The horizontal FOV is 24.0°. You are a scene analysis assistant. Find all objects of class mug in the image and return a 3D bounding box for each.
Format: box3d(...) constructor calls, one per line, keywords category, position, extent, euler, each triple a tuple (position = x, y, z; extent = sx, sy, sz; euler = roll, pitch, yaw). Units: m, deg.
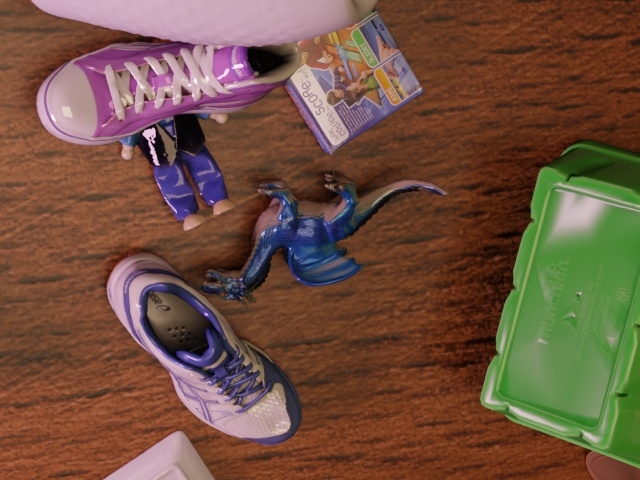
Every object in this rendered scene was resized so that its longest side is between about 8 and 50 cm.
box3d(category="mug", position=(-0.083, -0.369, 1.520), extent=(0.328, 0.276, 0.374), euler=(14, 60, 16))

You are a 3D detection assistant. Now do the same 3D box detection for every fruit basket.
box3d(category="fruit basket", position=(0.389, 0.082, 1.820), extent=(0.392, 0.283, 0.392), euler=(-34, 133, -47))

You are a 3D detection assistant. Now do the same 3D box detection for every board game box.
box3d(category="board game box", position=(0.012, -0.220, 1.740), extent=(0.136, 0.035, 0.201), euler=(-34, 106, -7))

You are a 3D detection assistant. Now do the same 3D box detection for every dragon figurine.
box3d(category="dragon figurine", position=(0.000, 0.000, 1.750), extent=(0.289, 0.085, 0.144), euler=(-6, 104, -9))

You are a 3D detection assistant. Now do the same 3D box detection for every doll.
box3d(category="doll", position=(-0.161, -0.113, 1.709), extent=(0.129, 0.046, 0.189), euler=(-27, 100, -7))

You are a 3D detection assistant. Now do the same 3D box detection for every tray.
box3d(category="tray", position=(-0.239, 0.358, 1.785), extent=(0.270, 0.030, 0.145), euler=(-34, 108, -7))

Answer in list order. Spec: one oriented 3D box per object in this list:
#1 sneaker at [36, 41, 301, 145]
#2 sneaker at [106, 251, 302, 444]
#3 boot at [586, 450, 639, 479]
box3d(category="sneaker", position=(-0.153, -0.179, 1.601), extent=(0.282, 0.161, 0.102), euler=(-18, 93, -30))
box3d(category="sneaker", position=(-0.129, 0.142, 1.722), extent=(0.296, 0.131, 0.112), euler=(44, 85, -19))
box3d(category="boot", position=(0.448, 0.254, 1.914), extent=(0.152, 0.197, 0.073), euler=(-35, 107, -47))
